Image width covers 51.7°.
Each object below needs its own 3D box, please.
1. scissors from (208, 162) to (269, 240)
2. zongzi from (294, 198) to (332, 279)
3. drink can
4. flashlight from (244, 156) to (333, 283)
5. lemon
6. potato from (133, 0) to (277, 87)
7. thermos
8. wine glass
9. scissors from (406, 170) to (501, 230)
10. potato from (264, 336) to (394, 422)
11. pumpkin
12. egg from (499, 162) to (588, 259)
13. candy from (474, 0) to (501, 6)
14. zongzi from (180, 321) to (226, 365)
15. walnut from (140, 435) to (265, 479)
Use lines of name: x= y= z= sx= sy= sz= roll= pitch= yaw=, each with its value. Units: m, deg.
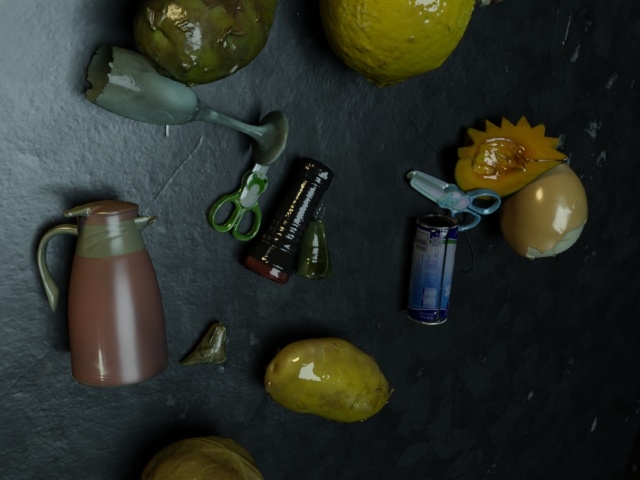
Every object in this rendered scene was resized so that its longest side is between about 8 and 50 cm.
scissors: x=-0.116 y=-0.099 z=1.155 sx=0.101 sy=0.027 sz=0.204 roll=26 pitch=93 yaw=-43
zongzi: x=0.000 y=0.000 z=1.289 sx=0.130 sy=0.062 sz=0.154 roll=7 pitch=88 yaw=-61
drink can: x=0.248 y=0.063 z=1.469 sx=0.097 sy=0.097 sz=0.235 roll=-13 pitch=115 yaw=-34
flashlight: x=-0.054 y=-0.038 z=1.198 sx=0.093 sy=0.093 sz=0.232 roll=30 pitch=82 yaw=-42
lemon: x=0.120 y=-0.392 z=1.073 sx=0.253 sy=0.253 sz=0.310 roll=-15 pitch=130 yaw=-34
potato: x=-0.145 y=-0.332 z=0.916 sx=0.176 sy=0.141 sz=0.298 roll=56 pitch=46 yaw=-38
thermos: x=-0.326 y=0.072 z=0.996 sx=0.176 sy=0.146 sz=0.265 roll=-5 pitch=104 yaw=-10
wine glass: x=-0.188 y=-0.283 z=1.021 sx=0.309 sy=0.096 sz=0.264 roll=15 pitch=74 yaw=-41
scissors: x=0.284 y=-0.096 z=1.455 sx=0.256 sy=0.030 sz=0.125 roll=22 pitch=128 yaw=-34
potato: x=0.022 y=0.285 z=1.350 sx=0.300 sy=0.140 sz=0.173 roll=26 pitch=98 yaw=-36
pumpkin: x=0.401 y=-0.185 z=1.493 sx=0.254 sy=0.130 sz=0.149 roll=-3 pitch=145 yaw=-8
egg: x=0.526 y=-0.081 z=1.564 sx=0.201 sy=0.201 sz=0.244 roll=-13 pitch=103 yaw=-34
candy: x=0.254 y=-0.585 z=1.150 sx=0.135 sy=0.179 sz=0.321 roll=-26 pitch=122 yaw=-27
zongzi: x=-0.212 y=0.187 z=1.197 sx=0.083 sy=0.040 sz=0.076 roll=0 pitch=102 yaw=-20
walnut: x=-0.217 y=0.491 z=1.185 sx=0.227 sy=0.283 sz=0.283 roll=-35 pitch=141 yaw=-77
